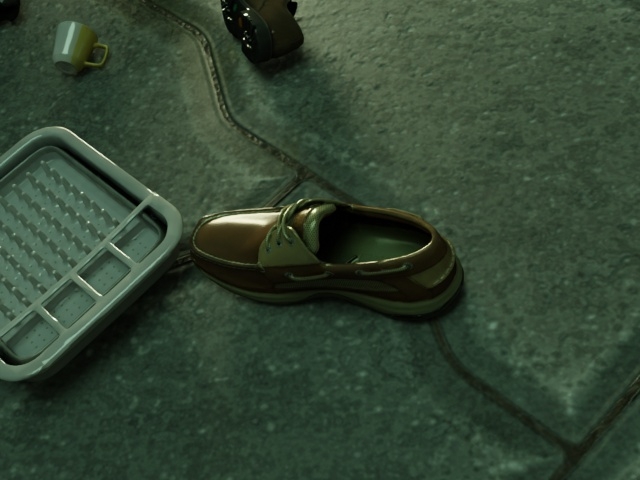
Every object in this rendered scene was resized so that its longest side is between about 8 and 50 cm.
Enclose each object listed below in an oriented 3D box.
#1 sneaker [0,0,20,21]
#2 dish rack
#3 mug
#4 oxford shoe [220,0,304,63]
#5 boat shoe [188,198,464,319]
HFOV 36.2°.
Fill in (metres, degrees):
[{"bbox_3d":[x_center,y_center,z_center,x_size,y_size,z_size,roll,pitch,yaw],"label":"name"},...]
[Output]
[{"bbox_3d":[-0.616,-0.358,1.572,0.286,0.109,0.130,-27,58,-1],"label":"sneaker"},{"bbox_3d":[-0.346,0.017,1.234,0.333,0.072,0.285,35,71,33],"label":"dish rack"},{"bbox_3d":[-0.367,-0.286,1.469,0.078,0.062,0.064,-1,63,24],"label":"mug"},{"bbox_3d":[-0.087,-0.333,1.417,0.096,0.083,0.227,-15,50,-18],"label":"oxford shoe"},{"bbox_3d":[0.000,0.000,1.110,0.324,0.120,0.122,5,57,20],"label":"boat shoe"}]
